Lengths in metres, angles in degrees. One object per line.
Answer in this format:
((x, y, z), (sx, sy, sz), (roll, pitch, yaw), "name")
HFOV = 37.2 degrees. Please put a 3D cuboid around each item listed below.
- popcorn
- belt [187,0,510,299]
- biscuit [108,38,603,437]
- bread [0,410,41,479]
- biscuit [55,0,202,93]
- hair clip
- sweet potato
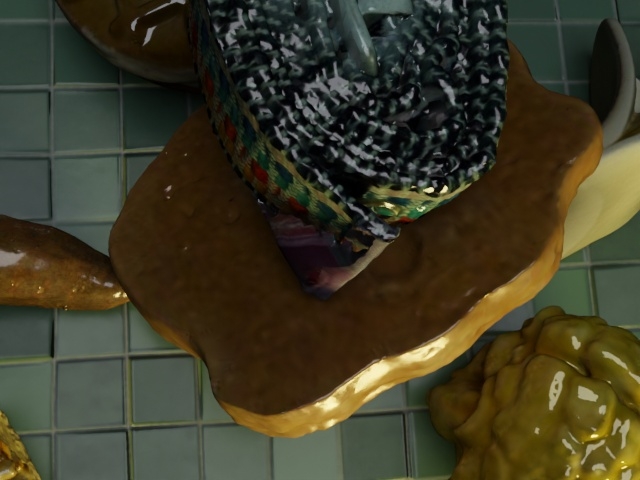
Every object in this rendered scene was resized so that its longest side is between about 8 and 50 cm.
((0.177, 0.165, 0.782), (0.203, 0.226, 0.200), (32, 52, 31), "popcorn")
((0.019, -0.130, 0.671), (0.206, 0.160, 0.295), (-22, 80, -13), "belt")
((0.023, -0.040, 0.776), (0.385, 0.062, 0.365), (-38, 49, -10), "biscuit")
((-0.338, 0.270, 0.730), (0.274, 0.114, 0.185), (-29, 83, -10), "bread")
((-0.088, -0.278, 0.847), (0.332, 0.103, 0.332), (-1, 69, 4), "biscuit")
((0.278, -0.097, 0.867), (0.113, 0.172, 0.282), (20, 64, 13), "hair clip")
((-0.296, 0.022, 0.795), (0.291, 0.097, 0.097), (-4, 79, -8), "sweet potato")
